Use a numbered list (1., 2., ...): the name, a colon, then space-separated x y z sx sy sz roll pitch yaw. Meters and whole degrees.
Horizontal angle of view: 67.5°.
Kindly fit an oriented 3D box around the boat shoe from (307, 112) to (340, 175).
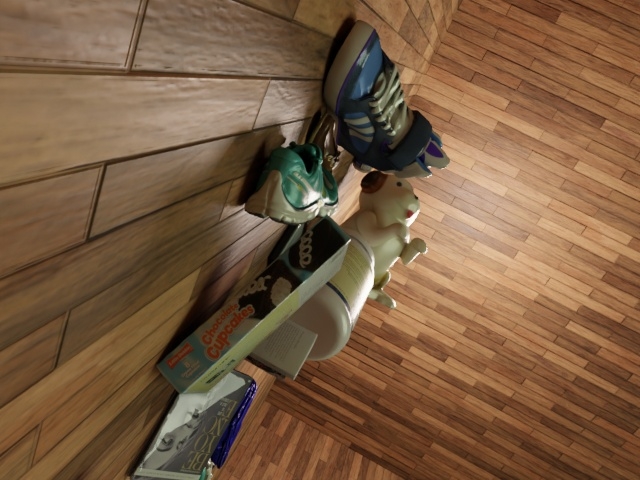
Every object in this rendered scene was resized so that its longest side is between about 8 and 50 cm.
1. boat shoe: 0.009 -0.160 0.866 0.064 0.060 0.178 -60 174 -26

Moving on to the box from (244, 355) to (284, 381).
1. box: -0.102 0.256 1.412 0.247 0.142 0.163 -57 173 -35

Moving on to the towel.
1. towel: -0.315 0.662 1.719 0.227 0.076 0.308 -53 169 -54

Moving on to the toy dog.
1. toy dog: 0.189 -0.027 1.637 0.408 0.284 0.395 -61 -150 4

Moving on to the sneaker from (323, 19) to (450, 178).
1. sneaker: 0.133 -0.215 0.826 0.130 0.236 0.323 -61 174 -14

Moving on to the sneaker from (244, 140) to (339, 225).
1. sneaker: -0.022 -0.094 0.731 0.275 0.107 0.110 -42 150 -74

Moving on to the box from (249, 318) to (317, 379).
1. box: -0.103 0.195 0.958 0.091 0.170 0.130 -61 175 -19

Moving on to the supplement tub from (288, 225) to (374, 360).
1. supplement tub: 0.003 0.120 1.232 0.325 0.235 0.235 -54 170 -55

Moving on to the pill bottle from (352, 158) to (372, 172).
1. pill bottle: 0.155 -0.284 1.555 0.067 0.067 0.120 -55 171 -51

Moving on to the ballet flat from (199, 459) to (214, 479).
1. ballet flat: -0.335 0.584 0.961 0.409 0.147 0.147 -62 174 -6

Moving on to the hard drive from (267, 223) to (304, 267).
1. hard drive: -0.078 0.011 1.080 0.135 0.022 0.094 -59 174 -28

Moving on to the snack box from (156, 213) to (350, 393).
1. snack box: -0.092 0.109 0.760 0.322 0.060 0.187 -42 169 -14

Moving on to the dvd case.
1. dvd case: -0.224 0.328 0.865 0.221 0.018 0.164 -61 143 -13
